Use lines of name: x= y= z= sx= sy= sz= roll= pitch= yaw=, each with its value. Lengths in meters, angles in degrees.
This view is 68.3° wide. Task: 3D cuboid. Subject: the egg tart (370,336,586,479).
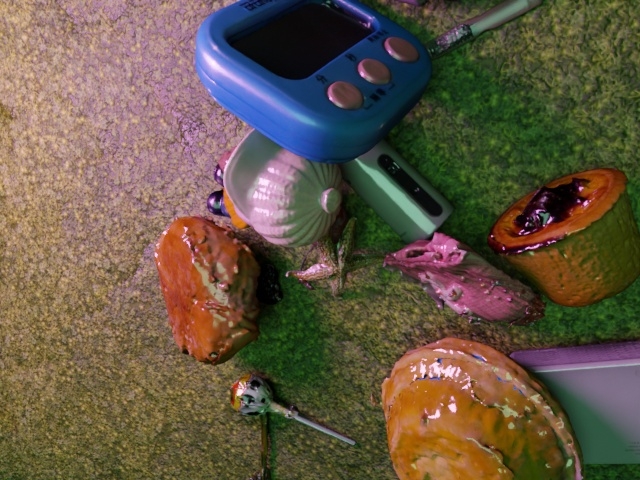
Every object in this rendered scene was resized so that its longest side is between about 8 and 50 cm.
egg tart: x=0.250 y=0.364 z=0.830 sx=0.388 sy=0.169 sz=0.387 roll=19 pitch=121 yaw=36

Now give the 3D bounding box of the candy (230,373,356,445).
candy: x=-0.061 y=0.390 z=1.060 sx=0.306 sy=0.083 sz=0.091 roll=21 pitch=114 yaw=6

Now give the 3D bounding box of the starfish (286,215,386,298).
starfish: x=0.042 y=0.043 z=0.903 sx=0.217 sy=0.050 sz=0.223 roll=-12 pitch=137 yaw=-11

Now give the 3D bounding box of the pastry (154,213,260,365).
pastry: x=-0.222 y=0.096 z=0.981 sx=0.255 sy=0.162 sz=0.310 roll=-1 pitch=99 yaw=45

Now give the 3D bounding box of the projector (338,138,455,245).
projector: x=0.087 y=-0.135 z=0.850 sx=0.337 sy=0.108 sz=0.108 roll=45 pitch=113 yaw=5

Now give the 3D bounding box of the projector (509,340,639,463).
projector: x=0.475 y=0.278 z=0.812 sx=0.257 sy=0.099 sz=0.191 roll=-12 pitch=97 yaw=22

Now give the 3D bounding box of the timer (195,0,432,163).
timer: x=-0.003 y=-0.274 z=0.743 sx=0.309 sy=0.340 sz=0.115 roll=36 pitch=143 yaw=9

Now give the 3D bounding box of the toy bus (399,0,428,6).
toy bus: x=0.054 y=-0.524 z=0.711 sx=0.440 sy=0.209 sz=0.249 roll=22 pitch=111 yaw=15

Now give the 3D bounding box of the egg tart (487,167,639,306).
egg tart: x=0.384 y=-0.005 z=0.726 sx=0.215 sy=0.215 sz=0.170 roll=-34 pitch=100 yaw=24

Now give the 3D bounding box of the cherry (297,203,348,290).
cherry: x=0.000 y=0.000 z=0.932 sx=0.107 sy=0.090 sz=0.225 roll=9 pitch=118 yaw=14

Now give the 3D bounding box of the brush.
brush: x=0.263 y=-0.356 z=0.774 sx=0.191 sy=0.027 sz=0.034 roll=-21 pitch=97 yaw=23

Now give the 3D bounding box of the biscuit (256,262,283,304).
biscuit: x=-0.114 y=0.095 z=1.024 sx=0.089 sy=0.027 sz=0.087 roll=40 pitch=115 yaw=9

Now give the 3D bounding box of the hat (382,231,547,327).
hat: x=0.260 y=0.085 z=0.800 sx=0.287 sy=0.237 sz=0.107 roll=25 pitch=79 yaw=-17

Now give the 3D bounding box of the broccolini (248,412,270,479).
broccolini: x=-0.137 y=0.521 z=1.141 sx=0.058 sy=0.072 sz=0.254 roll=16 pitch=106 yaw=60

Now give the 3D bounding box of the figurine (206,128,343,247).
figurine: x=-0.084 y=-0.088 z=0.844 sx=0.205 sy=0.332 sz=0.185 roll=11 pitch=90 yaw=-17
